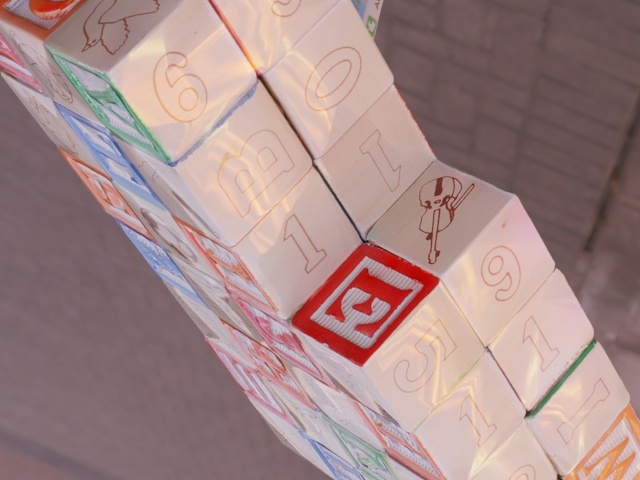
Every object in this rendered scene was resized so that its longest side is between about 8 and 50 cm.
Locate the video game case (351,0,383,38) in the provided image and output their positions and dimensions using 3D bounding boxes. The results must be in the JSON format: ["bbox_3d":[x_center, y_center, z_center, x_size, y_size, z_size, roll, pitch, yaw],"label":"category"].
[{"bbox_3d":[-0.042,-0.186,1.194,0.212,0.193,0.023,3,163,36],"label":"video game case"}]

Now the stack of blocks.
[{"bbox_3d":[0.000,0.000,0.636,0.171,0.087,0.297,27,158,47],"label":"stack of blocks"}]
